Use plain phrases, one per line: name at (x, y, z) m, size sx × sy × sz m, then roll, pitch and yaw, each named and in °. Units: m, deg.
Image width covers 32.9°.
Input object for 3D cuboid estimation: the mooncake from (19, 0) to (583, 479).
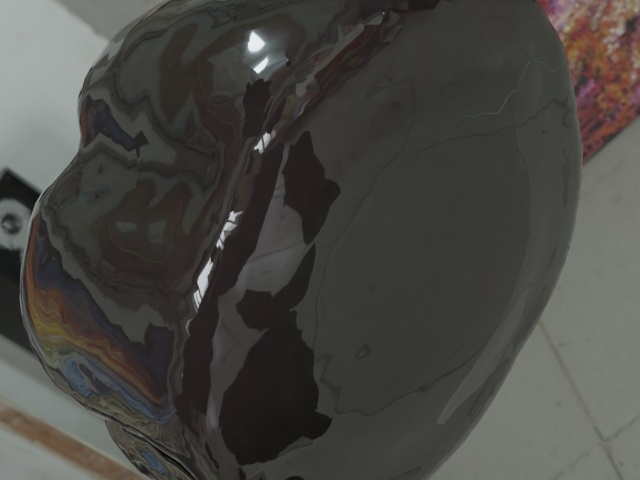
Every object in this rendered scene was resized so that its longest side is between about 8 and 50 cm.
mooncake at (0.000, 0.000, 0.451) m, size 0.133 × 0.245 × 0.245 m, roll 20°, pitch 74°, yaw 42°
